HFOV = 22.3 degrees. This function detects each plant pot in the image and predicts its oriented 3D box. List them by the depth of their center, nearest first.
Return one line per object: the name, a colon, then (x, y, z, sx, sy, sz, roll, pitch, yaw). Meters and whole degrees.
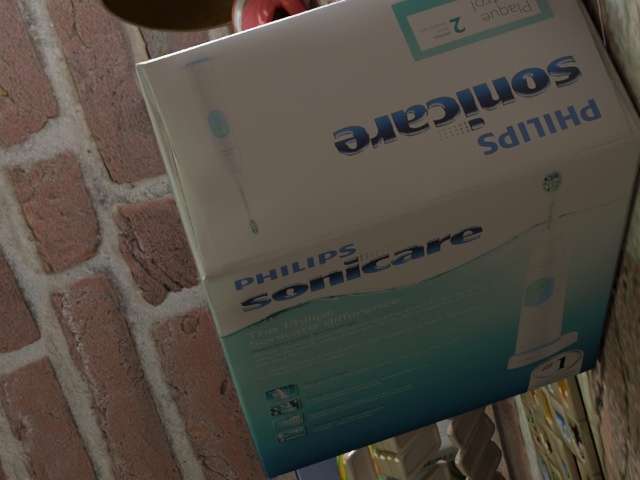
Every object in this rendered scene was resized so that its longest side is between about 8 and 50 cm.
plant pot: (-0.193, -0.456, 2.255, 0.237, 0.237, 0.254, 83, -176, -70)

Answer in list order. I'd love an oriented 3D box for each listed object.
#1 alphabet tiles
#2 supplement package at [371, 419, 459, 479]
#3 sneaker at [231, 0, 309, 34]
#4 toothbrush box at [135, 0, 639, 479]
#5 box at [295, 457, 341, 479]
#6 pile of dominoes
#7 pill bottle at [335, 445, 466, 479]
alphabet tiles: (0.160, 0.101, 1.165, 0.198, 0.009, 0.237, -124, 17, -77)
supplement package: (0.086, 0.146, 1.680, 0.105, 0.105, 0.179, 84, 167, -72)
sneaker: (-0.031, -0.154, 1.897, 0.136, 0.116, 0.314, -132, 25, -77)
toothbrush box: (0.040, -0.002, 0.872, 0.295, 0.216, 0.126, 79, 172, -65)
box: (0.097, 0.456, 2.219, 0.296, 0.182, 0.294, -116, 11, -63)
pile of dominoes: (0.092, 0.221, 1.452, 0.040, 0.196, 0.251, 8, 125, 39)
pill bottle: (0.090, 0.262, 1.866, 0.246, 0.136, 0.136, -108, 2, -64)
